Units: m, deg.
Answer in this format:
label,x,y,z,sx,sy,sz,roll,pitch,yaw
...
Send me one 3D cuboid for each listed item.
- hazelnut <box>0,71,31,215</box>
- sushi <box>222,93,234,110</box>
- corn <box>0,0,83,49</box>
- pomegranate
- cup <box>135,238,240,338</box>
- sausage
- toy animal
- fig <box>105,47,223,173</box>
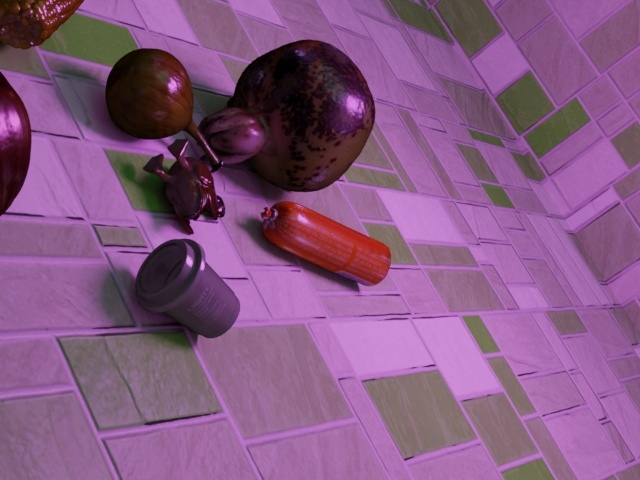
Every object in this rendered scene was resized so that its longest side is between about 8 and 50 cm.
label,x,y,z,sx,sy,sz,roll,pitch,yaw
hazelnut,-0.447,-0.122,1.351,0.181,0.180,0.212,24,22,9
sushi,-0.149,-0.268,2.168,0.052,0.055,0.120,56,33,-17
corn,-0.441,-0.409,1.781,0.120,0.120,0.363,43,24,-18
pomegranate,-0.074,-0.221,2.014,0.341,0.285,0.285,-18,70,-38
cup,-0.184,0.073,1.585,0.141,0.120,0.120,42,26,-38
sausage,0.000,0.000,2.019,0.312,0.093,0.093,24,37,-44
toy animal,-0.200,-0.067,1.788,0.179,0.089,0.188,51,14,-40
fig,-0.236,-0.215,1.835,0.259,0.151,0.151,29,33,-38
